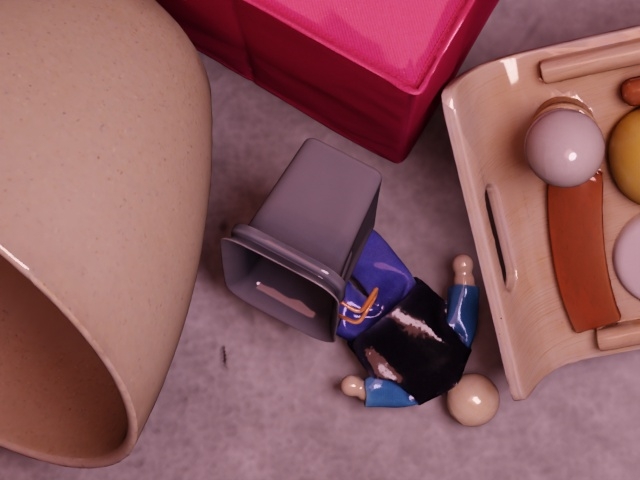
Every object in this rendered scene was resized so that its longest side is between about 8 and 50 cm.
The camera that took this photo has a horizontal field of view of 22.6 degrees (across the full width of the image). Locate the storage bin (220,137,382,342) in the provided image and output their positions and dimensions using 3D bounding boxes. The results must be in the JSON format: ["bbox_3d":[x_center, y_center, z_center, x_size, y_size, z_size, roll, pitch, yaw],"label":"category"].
[{"bbox_3d":[0.000,0.000,1.038,0.098,0.135,0.091,28,75,8],"label":"storage bin"}]

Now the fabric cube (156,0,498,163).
[{"bbox_3d":[0.009,-0.233,1.037,0.259,0.258,0.254,30,87,4],"label":"fabric cube"}]

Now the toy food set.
[{"bbox_3d":[0.247,-0.026,0.995,0.306,0.092,0.219,-11,108,13],"label":"toy food set"}]

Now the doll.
[{"bbox_3d":[0.055,0.054,1.112,0.129,0.046,0.189,-42,84,-2],"label":"doll"}]

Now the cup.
[{"bbox_3d":[-0.199,-0.046,1.021,0.331,0.331,0.237,30,61,4],"label":"cup"}]
